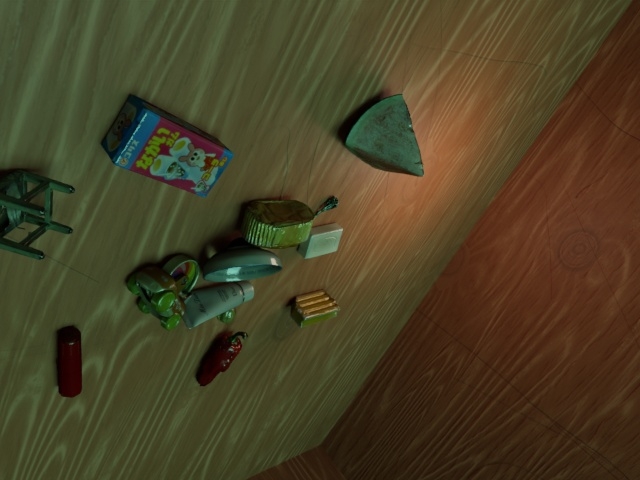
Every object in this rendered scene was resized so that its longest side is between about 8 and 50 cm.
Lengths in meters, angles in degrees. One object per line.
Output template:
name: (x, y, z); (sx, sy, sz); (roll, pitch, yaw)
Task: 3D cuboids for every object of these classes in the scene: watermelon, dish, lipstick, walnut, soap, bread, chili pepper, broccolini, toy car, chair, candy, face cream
watermelon: (0.224, -0.327, 1.722); (0.251, 0.292, 0.283); (-15, 147, 6)
dish: (-0.279, 0.056, 1.652); (0.274, 0.133, 0.273); (-9, 166, -2)
lipstick: (-0.793, 0.390, 1.494); (0.073, 0.073, 0.279); (-14, 135, -40)
walnut: (-0.368, 0.276, 1.835); (0.092, 0.092, 0.092); (-29, 144, -24)
soap: (-0.035, 0.314, 2.196); (0.232, 0.140, 0.073); (-9, 132, -43)
bread: (-0.150, -0.055, 1.639); (0.250, 0.179, 0.133); (-12, 130, -38)
chili pepper: (-0.425, 0.501, 2.003); (0.110, 0.110, 0.387); (8, 125, -52)
broccolini: (-0.019, -0.103, 1.872); (0.218, 0.044, 0.042); (-35, 161, -8)
toy car: (-0.484, 0.152, 1.543); (0.235, 0.145, 0.235); (-46, 153, -32)
chair: (-0.714, -0.077, 1.048); (0.271, 0.147, 0.136); (16, 120, -6)
soap: (0.000, 0.000, 1.971); (0.183, 0.064, 0.121); (-14, 133, -40)
candy: (-0.392, -0.237, 1.243); (0.157, 0.100, 0.306); (-53, 148, 12)
face cream: (-0.385, 0.222, 1.734); (0.314, 0.143, 0.089); (-16, 153, -46)
